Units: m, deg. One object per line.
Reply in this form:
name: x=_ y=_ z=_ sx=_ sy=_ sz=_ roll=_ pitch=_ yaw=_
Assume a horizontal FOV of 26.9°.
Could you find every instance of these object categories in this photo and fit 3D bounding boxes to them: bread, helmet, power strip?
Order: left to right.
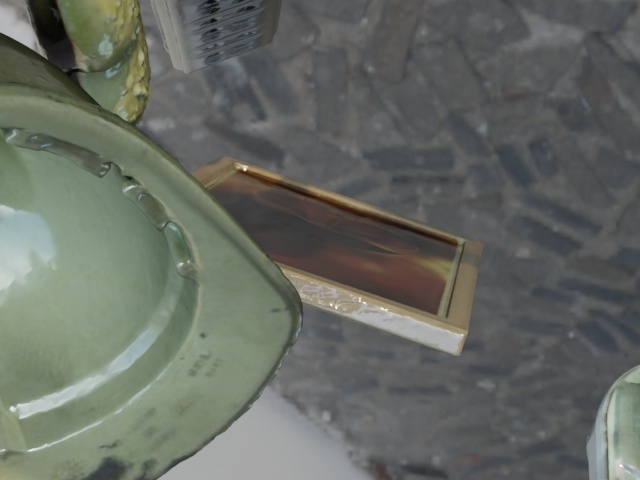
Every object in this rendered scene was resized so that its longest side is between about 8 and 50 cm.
helmet: x=-0.145 y=-0.008 z=0.493 sx=0.204 sy=0.137 sz=0.257 roll=-42 pitch=138 yaw=22
bread: x=-0.130 y=-0.161 z=0.660 sx=0.056 sy=0.207 sz=0.286 roll=-18 pitch=143 yaw=-7
power strip: x=-0.068 y=-0.169 z=0.873 sx=0.092 sy=0.066 sz=0.387 roll=-19 pitch=178 yaw=-4

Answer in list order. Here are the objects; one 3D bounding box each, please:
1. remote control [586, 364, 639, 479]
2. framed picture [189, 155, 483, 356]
remote control: x=0.171 y=0.161 z=0.597 sx=0.104 sy=0.247 sz=0.052 roll=13 pitch=139 yaw=-4
framed picture: x=0.000 y=0.000 z=0.874 sx=0.211 sy=0.289 sz=0.020 roll=18 pitch=102 yaw=5
